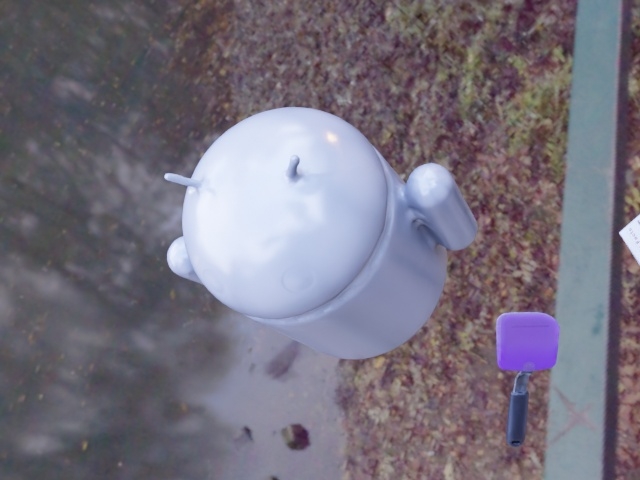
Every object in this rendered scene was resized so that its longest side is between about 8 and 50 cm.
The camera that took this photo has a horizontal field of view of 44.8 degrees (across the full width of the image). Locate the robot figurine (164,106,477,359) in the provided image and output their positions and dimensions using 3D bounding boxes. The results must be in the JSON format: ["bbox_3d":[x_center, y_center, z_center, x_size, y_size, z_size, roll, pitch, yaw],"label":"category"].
[{"bbox_3d":[0.000,0.000,0.769,0.300,0.353,0.200,-18,63,20],"label":"robot figurine"}]

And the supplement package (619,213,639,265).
[{"bbox_3d":[0.519,-0.023,1.043,0.179,0.105,0.105,-53,48,40],"label":"supplement package"}]

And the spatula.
[{"bbox_3d":[0.292,0.212,1.123,0.084,0.296,0.030,-2,44,6],"label":"spatula"}]
